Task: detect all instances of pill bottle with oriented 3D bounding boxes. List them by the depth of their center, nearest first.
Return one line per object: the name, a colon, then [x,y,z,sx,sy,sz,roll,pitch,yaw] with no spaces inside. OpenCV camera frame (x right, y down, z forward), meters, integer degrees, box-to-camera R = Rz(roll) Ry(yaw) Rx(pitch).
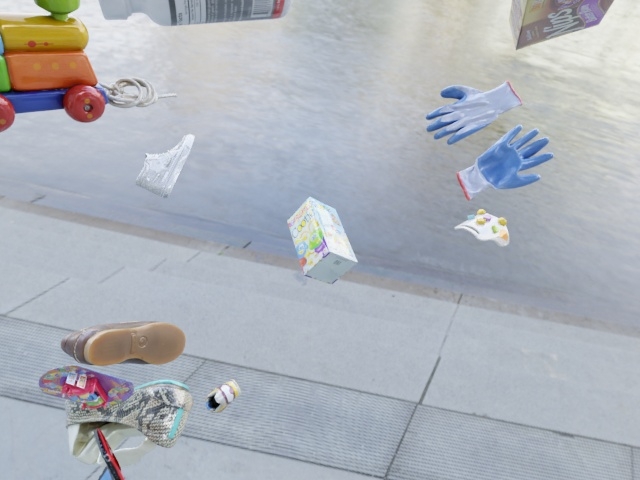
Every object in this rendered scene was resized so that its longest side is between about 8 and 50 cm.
pill bottle: [-0.249,-0.537,0.841,0.364,0.210,0.210,-12,43,-17]

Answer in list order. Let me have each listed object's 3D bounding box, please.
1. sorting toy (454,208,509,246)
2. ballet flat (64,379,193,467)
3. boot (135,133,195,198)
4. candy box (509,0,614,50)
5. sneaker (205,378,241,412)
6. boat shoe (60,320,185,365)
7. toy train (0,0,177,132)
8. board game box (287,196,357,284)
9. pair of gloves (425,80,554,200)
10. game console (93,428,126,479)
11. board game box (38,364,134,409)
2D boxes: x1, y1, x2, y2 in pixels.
sorting toy: [0.272,-0.020,0.744,0.075,0.044,0.083,-16,34,-37]
ballet flat: [-0.507,0.455,1.057,0.483,0.164,0.181,-18,48,32]
boot: [-0.514,-0.269,1.432,0.124,0.095,0.258,24,60,-17]
candy box: [0.294,-0.300,0.521,0.109,0.053,0.187,-12,-1,20]
sneaker: [-0.297,0.454,1.229,0.084,0.185,0.069,-22,68,-44]
boat shoe: [-0.313,0.165,0.708,0.073,0.207,0.073,1,77,25]
toy train: [-0.266,-0.211,0.457,0.248,0.143,0.105,-23,56,-39]
board game box: [0.000,0.000,1.585,0.144,0.142,0.275,23,35,-39]
pair of gloves: [0.264,-0.166,0.686,0.160,0.023,0.198,-25,84,-1]
game console: [-0.408,0.435,0.785,0.085,0.124,0.144,-28,15,-32]
board game box: [-0.454,0.298,0.834,0.169,0.133,0.033,36,30,-35]
